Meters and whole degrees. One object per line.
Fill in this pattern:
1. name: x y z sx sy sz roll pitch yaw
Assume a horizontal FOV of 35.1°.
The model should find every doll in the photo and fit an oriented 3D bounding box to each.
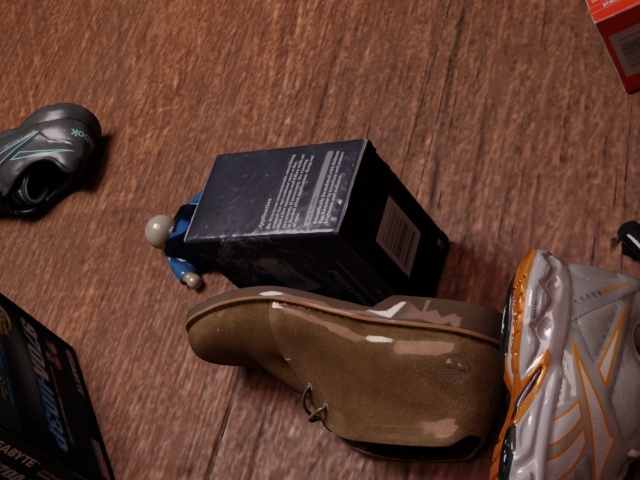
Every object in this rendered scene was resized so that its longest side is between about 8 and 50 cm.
1. doll: -0.108 -0.013 1.030 0.189 0.046 0.129 -4 64 42

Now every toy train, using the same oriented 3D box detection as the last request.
1. toy train: 0.265 0.034 0.723 0.027 0.036 0.158 -40 43 4

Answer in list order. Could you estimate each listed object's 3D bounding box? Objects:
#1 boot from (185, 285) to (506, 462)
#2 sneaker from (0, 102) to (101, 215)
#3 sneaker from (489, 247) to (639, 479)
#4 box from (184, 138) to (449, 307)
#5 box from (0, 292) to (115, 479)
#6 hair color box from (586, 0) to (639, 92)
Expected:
1. boot: 0.003 0.106 0.820 0.305 0.112 0.115 1 69 35
2. sneaker: -0.395 -0.081 1.258 0.267 0.101 0.106 -23 49 21
3. sneaker: 0.179 0.135 0.671 0.121 0.099 0.262 8 74 3
4. box: 0.000 0.000 0.860 0.158 0.156 0.093 -2 58 36
5. box: -0.281 0.143 0.941 0.051 0.175 0.220 -37 43 4
6. hair color box: 0.258 -0.222 0.888 0.053 0.093 0.167 -21 47 22
